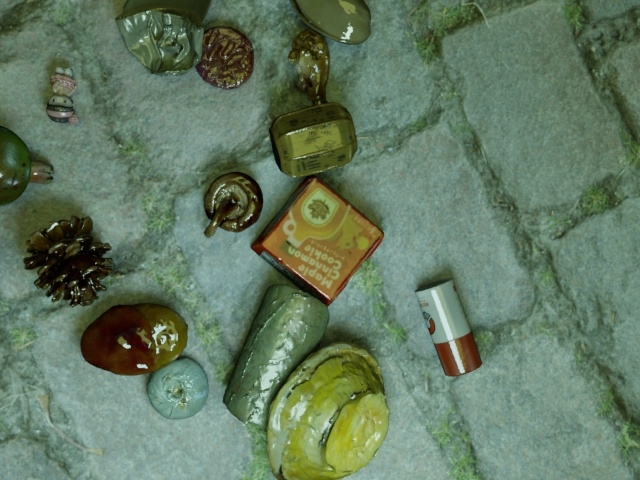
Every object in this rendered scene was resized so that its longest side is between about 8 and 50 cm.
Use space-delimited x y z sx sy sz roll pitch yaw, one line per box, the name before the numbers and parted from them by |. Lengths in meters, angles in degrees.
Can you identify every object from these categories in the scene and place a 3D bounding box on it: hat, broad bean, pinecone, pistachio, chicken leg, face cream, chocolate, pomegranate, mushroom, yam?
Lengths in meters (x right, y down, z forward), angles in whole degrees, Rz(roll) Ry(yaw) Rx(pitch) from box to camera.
hat | -0.330 -0.502 1.516 0.214 0.149 0.245 13 50 15
broad bean | -0.405 0.215 1.432 0.228 0.122 0.156 -5 72 4
pinecone | -0.536 0.049 1.413 0.179 0.150 0.195 -24 100 -26
pistachio | 0.025 -0.544 1.538 0.226 0.136 0.136 36 83 3
chicken leg | -0.019 -0.391 1.546 0.085 0.101 0.207 -5 97 22
face cream | 0.302 0.204 1.551 0.096 0.096 0.214 -20 90 -8
chocolate | 0.000 0.000 1.516 0.237 0.108 0.235 40 84 -5
pomegranate | -0.683 -0.156 1.414 0.209 0.180 0.180 10 85 -43
mushroom | -0.208 -0.074 1.506 0.135 0.080 0.170 40 83 8
yam | -0.096 0.256 1.459 0.168 0.168 0.304 23 83 -6

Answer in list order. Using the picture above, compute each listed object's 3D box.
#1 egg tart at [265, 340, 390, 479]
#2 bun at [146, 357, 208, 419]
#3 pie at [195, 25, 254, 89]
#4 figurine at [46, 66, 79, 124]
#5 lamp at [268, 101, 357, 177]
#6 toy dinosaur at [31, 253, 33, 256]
egg tart | 0.040 0.399 1.423 0.345 0.132 0.345 -14 112 -37
bun | -0.318 0.333 1.466 0.140 0.083 0.141 1 87 -11
pie | -0.225 -0.430 1.544 0.154 0.036 0.154 0 88 -8
figurine | -0.578 -0.325 1.485 0.072 0.054 0.129 6 79 -22
lamp | -0.018 -0.230 1.499 0.185 0.161 0.161 -18 89 -8
toy dinosaur | -0.620 0.012 1.467 0.047 0.030 0.083 12 86 -8
